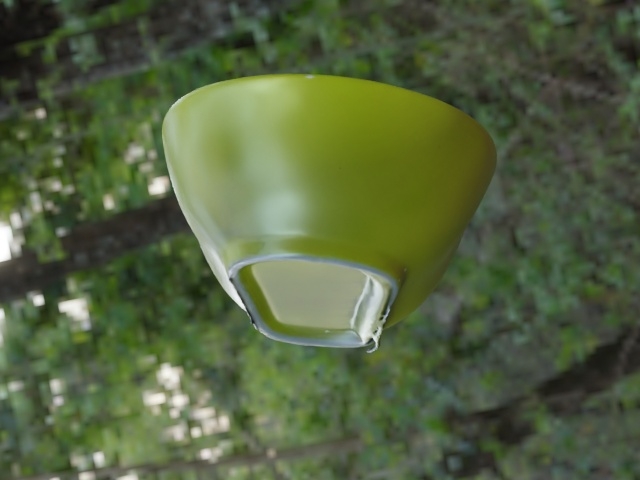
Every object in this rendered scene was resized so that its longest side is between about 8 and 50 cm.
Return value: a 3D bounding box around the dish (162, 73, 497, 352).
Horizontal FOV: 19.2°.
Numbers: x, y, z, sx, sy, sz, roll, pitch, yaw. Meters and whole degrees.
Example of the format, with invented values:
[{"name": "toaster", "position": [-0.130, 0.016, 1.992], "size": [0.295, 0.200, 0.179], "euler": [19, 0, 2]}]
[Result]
[{"name": "dish", "position": [0.000, 0.000, 1.262], "size": [0.262, 0.221, 0.108], "euler": [89, -172, -63]}]
